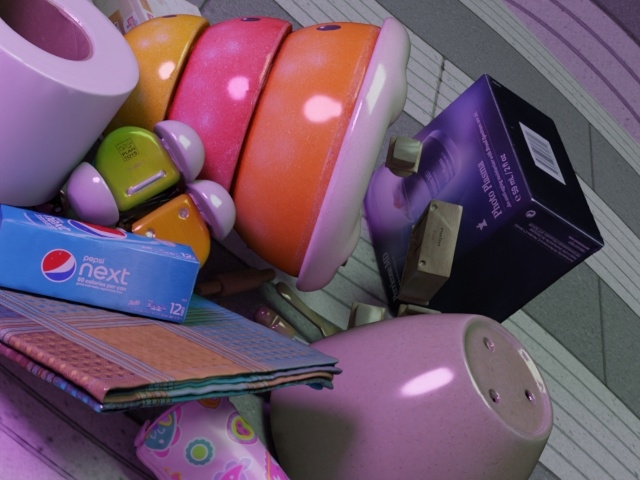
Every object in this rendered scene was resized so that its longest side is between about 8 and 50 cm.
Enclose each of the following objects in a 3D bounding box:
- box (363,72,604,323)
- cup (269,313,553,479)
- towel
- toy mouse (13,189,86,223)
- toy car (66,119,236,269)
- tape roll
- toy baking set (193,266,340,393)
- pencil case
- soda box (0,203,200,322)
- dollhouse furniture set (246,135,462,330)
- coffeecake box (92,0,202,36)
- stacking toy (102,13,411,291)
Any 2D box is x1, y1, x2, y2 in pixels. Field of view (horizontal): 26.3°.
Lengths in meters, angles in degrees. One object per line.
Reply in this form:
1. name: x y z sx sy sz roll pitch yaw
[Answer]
1. box: 0.238 -0.041 2.127 0.182 0.294 0.296 28 33 -34
2. cup: 0.139 0.220 1.656 0.331 0.237 0.331 35 35 -30
3. towel: -0.185 0.104 1.409 0.271 0.040 0.370 22 12 33
4. toy mouse: -0.312 -0.023 1.526 0.143 0.031 0.161 31 29 -26
5. toy car: -0.198 -0.042 1.553 0.182 0.159 0.136 63 -20 -13
6. tape roll: -0.344 -0.179 1.493 0.246 0.169 0.246 32 25 -17
7. toy baking set: -0.060 0.119 1.749 0.197 0.030 0.256 59 30 7
8. pencil case: -0.074 0.286 1.396 0.284 0.124 0.124 55 26 8
9. soda box: -0.238 0.024 1.433 0.210 0.071 0.067 13 12 -19
10. dollhouse furniture set: 0.000 0.000 1.918 0.355 0.174 0.303 12 75 -2
11. coffeecake box: -0.228 -0.294 1.960 0.185 0.068 0.142 20 39 -57
12. stacking toy: -0.151 -0.165 1.672 0.479 0.351 0.351 19 30 -1
